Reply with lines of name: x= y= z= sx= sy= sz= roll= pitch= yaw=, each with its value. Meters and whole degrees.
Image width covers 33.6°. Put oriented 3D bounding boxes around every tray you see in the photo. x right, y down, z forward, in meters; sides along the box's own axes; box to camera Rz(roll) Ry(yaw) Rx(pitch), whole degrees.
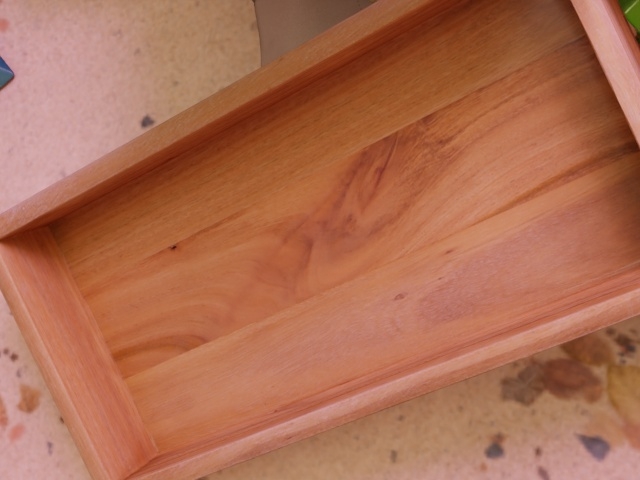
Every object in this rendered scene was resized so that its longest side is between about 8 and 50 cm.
tray: x=0.000 y=0.000 z=0.626 sx=0.411 sy=0.076 sz=0.202 roll=-25 pitch=91 yaw=25

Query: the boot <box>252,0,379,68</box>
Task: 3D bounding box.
boot: x=0.052 y=-0.132 z=0.681 sx=0.213 sy=0.077 sz=0.165 roll=-7 pitch=80 yaw=18

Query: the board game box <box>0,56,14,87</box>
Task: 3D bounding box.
board game box: x=-0.443 y=-0.114 z=0.843 sx=0.336 sy=0.079 sz=0.253 roll=-43 pitch=73 yaw=10

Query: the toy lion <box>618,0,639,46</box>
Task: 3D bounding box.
toy lion: x=0.185 y=-0.128 z=0.634 sx=0.100 sy=0.096 sz=0.034 roll=40 pitch=100 yaw=-23
